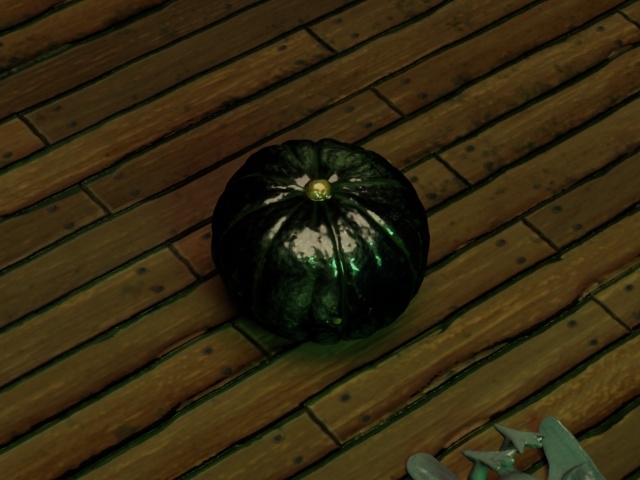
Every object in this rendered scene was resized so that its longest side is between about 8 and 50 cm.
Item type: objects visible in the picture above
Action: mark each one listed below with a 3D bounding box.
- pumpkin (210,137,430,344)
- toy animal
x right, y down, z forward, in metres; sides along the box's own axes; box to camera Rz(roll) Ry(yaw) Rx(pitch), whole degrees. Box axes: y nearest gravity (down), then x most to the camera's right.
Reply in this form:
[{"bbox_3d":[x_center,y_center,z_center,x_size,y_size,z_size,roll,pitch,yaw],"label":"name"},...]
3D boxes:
[{"bbox_3d":[0.000,0.000,1.843,0.220,0.162,0.220,-1,48,1],"label":"pumpkin"},{"bbox_3d":[0.178,0.259,1.681,0.239,0.176,0.255,-28,21,-31],"label":"toy animal"}]
